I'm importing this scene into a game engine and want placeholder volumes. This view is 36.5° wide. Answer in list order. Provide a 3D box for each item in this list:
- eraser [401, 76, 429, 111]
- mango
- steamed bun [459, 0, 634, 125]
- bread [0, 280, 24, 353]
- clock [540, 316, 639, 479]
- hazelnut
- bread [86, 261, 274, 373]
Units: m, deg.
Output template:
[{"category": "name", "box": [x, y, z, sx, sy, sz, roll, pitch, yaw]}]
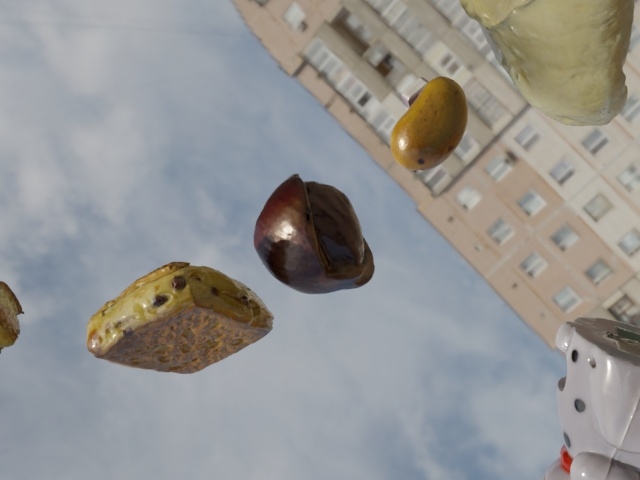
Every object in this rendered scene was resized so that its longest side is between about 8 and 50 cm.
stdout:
[{"category": "eraser", "box": [0.204, -0.278, 1.984, 0.026, 0.065, 0.105, 47, 171, 38]}, {"category": "mango", "box": [0.201, -0.203, 1.744, 0.115, 0.178, 0.090, 34, -167, -12]}, {"category": "steamed bun", "box": [0.198, -0.219, 0.928, 0.212, 0.110, 0.231, 56, 172, 39]}, {"category": "bread", "box": [-0.433, 0.102, 1.121, 0.187, 0.065, 0.103, -14, -157, -25]}, {"category": "clock", "box": [0.314, 0.227, 1.029, 0.188, 0.254, 0.189, 11, -170, -2]}, {"category": "hazelnut", "box": [-0.003, -0.007, 1.436, 0.201, 0.160, 0.170, 6, -113, -45]}, {"category": "bread", "box": [-0.202, 0.112, 1.417, 0.235, 0.210, 0.099, 26, -140, -54]}]
